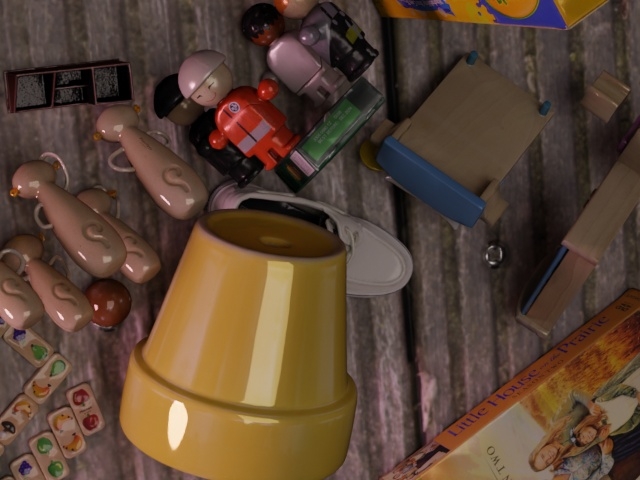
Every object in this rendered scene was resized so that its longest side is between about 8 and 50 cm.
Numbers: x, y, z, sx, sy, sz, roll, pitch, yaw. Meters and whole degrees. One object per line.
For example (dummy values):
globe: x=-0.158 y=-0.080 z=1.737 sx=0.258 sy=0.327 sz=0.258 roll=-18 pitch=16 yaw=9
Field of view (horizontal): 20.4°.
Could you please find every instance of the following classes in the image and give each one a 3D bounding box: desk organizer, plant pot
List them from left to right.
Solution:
desk organizer: x=-0.269 y=-0.165 z=1.909 sx=0.130 sy=0.050 sz=0.047 roll=-9 pitch=101 yaw=-22
plant pot: x=-0.072 y=0.104 z=1.902 sx=0.254 sy=0.254 sz=0.239 roll=4 pitch=108 yaw=-24

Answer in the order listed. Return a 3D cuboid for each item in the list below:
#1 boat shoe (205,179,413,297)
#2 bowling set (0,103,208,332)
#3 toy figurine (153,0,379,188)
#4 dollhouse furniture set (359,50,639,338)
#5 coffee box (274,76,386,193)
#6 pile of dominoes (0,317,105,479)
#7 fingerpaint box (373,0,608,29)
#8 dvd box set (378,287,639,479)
boat shoe: x=0.000 y=0.000 z=2.029 sx=0.267 sy=0.088 sz=0.096 roll=27 pitch=87 yaw=-24
bowling set: x=-0.271 y=0.008 z=1.899 sx=0.287 sy=0.200 sz=0.154 roll=-34 pitch=71 yaw=-29
toy figurine: x=-0.063 y=-0.178 z=1.913 sx=0.148 sy=0.213 sz=0.209 roll=44 pitch=76 yaw=-6
dollhouse furniture set: x=0.226 y=-0.089 z=2.128 sx=0.303 sy=0.198 sz=0.286 roll=34 pitch=59 yaw=6
coffee box: x=0.008 y=-0.114 z=1.965 sx=0.040 sy=0.184 sz=0.113 roll=43 pitch=81 yaw=-1
pile of dominoes: x=-0.358 y=0.223 z=1.935 sx=0.196 sy=0.040 sz=0.251 roll=43 pitch=81 yaw=-22
fingerpaint box: x=0.116 y=-0.414 z=1.822 sx=0.163 sy=0.445 sz=0.371 roll=-37 pitch=111 yaw=-13
dvd box set: x=0.312 y=0.301 z=2.223 sx=0.420 sy=0.062 sz=0.308 roll=-34 pitch=109 yaw=-15
